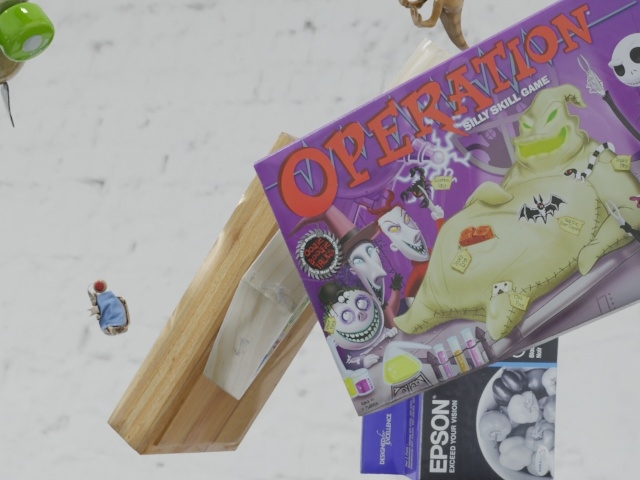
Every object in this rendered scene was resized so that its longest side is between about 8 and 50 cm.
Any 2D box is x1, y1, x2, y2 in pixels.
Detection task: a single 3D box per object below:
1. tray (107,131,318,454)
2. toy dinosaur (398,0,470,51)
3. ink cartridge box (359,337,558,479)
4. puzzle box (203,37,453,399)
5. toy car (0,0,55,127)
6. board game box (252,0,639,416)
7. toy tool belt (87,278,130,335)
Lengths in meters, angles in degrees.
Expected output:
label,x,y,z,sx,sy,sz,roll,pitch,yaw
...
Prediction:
label,x,y,z,sx,sy,sz,roll,pitch,yaw
tray,-0.076,0.078,1.477,0.076,0.411,0.203,37,12,29
toy dinosaur,0.161,-0.303,1.542,0.112,0.064,0.211,-21,-57,-16
ink cartridge box,0.149,0.156,1.294,0.208,0.206,0.045,1,1,-4
puzzle box,0.000,0.000,1.161,0.052,0.272,0.409,35,-19,2
toy car,-0.332,-0.184,1.130,0.149,0.155,0.188,-32,-18,-17
board game box,0.139,-0.035,0.840,0.347,0.208,0.056,-27,-13,22
toy tool belt,-0.289,0.090,1.633,0.052,0.083,0.051,-22,-5,-4
